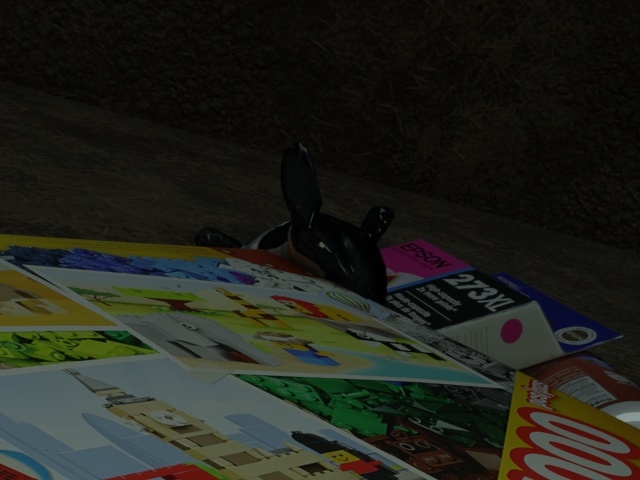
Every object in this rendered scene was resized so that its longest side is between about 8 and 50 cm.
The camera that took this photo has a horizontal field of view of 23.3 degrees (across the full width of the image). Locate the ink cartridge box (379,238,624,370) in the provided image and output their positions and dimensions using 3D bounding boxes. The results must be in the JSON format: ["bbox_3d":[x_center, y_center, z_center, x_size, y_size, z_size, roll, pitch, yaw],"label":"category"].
[{"bbox_3d":[0.042,0.072,1.243,0.370,0.069,0.175,-12,22,-25],"label":"ink cartridge box"}]

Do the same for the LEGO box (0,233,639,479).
[{"bbox_3d":[-0.089,0.139,0.646,0.372,0.193,0.500,25,13,38],"label":"LEGO box"}]

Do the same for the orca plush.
[{"bbox_3d":[0.000,0.000,1.026,0.151,0.102,0.287,34,-18,17],"label":"orca plush"}]

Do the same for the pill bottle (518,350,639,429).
[{"bbox_3d":[0.218,0.167,1.191,0.121,0.121,0.216,13,11,-17],"label":"pill bottle"}]
